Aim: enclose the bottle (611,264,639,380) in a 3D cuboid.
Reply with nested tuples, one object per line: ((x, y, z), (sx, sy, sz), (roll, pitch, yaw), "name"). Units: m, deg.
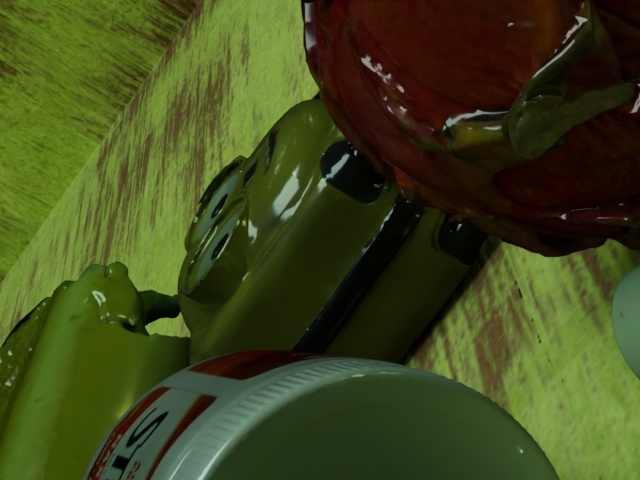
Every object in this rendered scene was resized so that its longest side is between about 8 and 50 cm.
((0.207, 0.006, 0.693), (0.201, 0.072, 0.072), (-36, 27, 52), "bottle")

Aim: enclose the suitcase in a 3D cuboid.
((0.000, 0.000, 1.173), (0.235, 0.143, 0.194), (-53, 17, 17), "suitcase")

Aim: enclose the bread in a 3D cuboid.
((-0.186, 0.229, 1.179), (0.251, 0.208, 0.376), (-33, 29, 40), "bread")

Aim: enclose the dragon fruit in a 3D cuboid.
((0.123, -0.129, 0.834), (0.277, 0.277, 0.342), (-62, 19, -12), "dragon fruit")

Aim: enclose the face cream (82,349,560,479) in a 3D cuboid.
((-0.005, 0.153, 0.810), (0.201, 0.201, 0.187), (-61, 17, -11), "face cream")
